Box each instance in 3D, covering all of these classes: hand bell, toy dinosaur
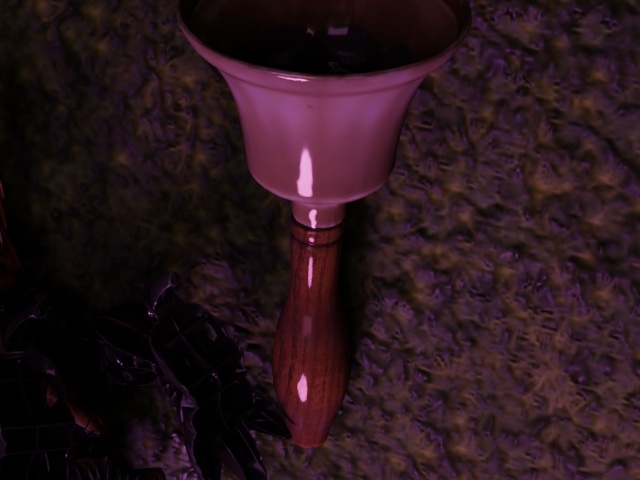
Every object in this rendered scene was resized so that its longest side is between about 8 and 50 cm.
[{"bbox_3d":[0.000,0.000,0.733,0.126,0.126,0.242,15,126,20],"label":"hand bell"},{"bbox_3d":[-0.160,0.081,0.796,0.218,0.164,0.322,6,129,51],"label":"toy dinosaur"}]
